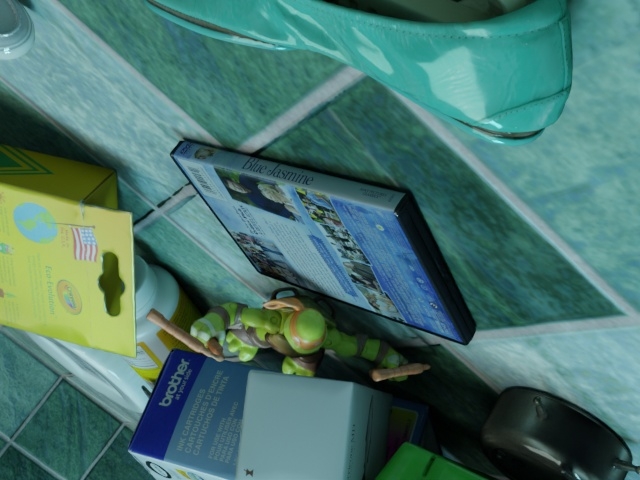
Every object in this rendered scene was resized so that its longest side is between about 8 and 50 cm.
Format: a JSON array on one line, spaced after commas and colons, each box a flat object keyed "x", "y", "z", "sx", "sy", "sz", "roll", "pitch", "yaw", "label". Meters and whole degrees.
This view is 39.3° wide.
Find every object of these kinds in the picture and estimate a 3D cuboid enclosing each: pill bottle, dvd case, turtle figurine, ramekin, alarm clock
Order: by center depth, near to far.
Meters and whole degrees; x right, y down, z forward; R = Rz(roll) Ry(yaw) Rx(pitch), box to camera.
[{"x": 0.000, "y": 0.000, "z": 0.766, "sx": 0.253, "sy": 0.022, "sz": 0.180, "roll": 16, "pitch": 152, "yaw": 39, "label": "dvd case"}, {"x": 0.205, "y": 0.200, "z": 0.826, "sx": 0.129, "sy": 0.064, "sz": 0.192, "roll": 33, "pitch": 161, "yaw": 5, "label": "alarm clock"}, {"x": -0.039, "y": 0.090, "z": 0.897, "sx": 0.269, "sy": 0.087, "sz": 0.217, "roll": 9, "pitch": 168, "yaw": -11, "label": "turtle figurine"}, {"x": -0.219, "y": 0.111, "z": 1.177, "sx": 0.117, "sy": 0.117, "sz": 0.215, "roll": 21, "pitch": 153, "yaw": 32, "label": "pill bottle"}, {"x": -0.327, "y": 0.144, "z": 1.377, "sx": 0.277, "sy": 0.135, "sz": 0.277, "roll": 29, "pitch": 157, "yaw": 14, "label": "ramekin"}]

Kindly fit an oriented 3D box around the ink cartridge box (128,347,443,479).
[{"x": -0.055, "y": 0.279, "z": 1.121, "sx": 0.395, "sy": 0.151, "sz": 0.270, "roll": 8, "pitch": 148, "yaw": 20, "label": "ink cartridge box"}]

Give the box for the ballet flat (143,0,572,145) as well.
[{"x": 0.012, "y": -0.129, "z": 0.438, "sx": 0.247, "sy": 0.083, "sz": 0.087, "roll": 25, "pitch": 132, "yaw": 23, "label": "ballet flat"}]

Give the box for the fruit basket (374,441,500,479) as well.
[{"x": 0.124, "y": 0.411, "z": 0.872, "sx": 0.283, "sy": 0.392, "sz": 0.392, "roll": 18, "pitch": 152, "yaw": 40, "label": "fruit basket"}]

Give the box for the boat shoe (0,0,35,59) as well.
[{"x": -0.309, "y": -0.222, "z": 0.724, "sx": 0.184, "sy": 0.066, "sz": 0.063, "roll": 45, "pitch": 159, "yaw": 2, "label": "boat shoe"}]

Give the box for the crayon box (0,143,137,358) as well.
[{"x": -0.338, "y": 0.001, "z": 1.003, "sx": 0.318, "sy": 0.081, "sz": 0.202, "roll": 14, "pitch": 124, "yaw": 10, "label": "crayon box"}]

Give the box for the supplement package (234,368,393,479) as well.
[{"x": 0.000, "y": 0.191, "z": 0.878, "sx": 0.105, "sy": 0.105, "sz": 0.179, "roll": 4, "pitch": 169, "yaw": 18, "label": "supplement package"}]
